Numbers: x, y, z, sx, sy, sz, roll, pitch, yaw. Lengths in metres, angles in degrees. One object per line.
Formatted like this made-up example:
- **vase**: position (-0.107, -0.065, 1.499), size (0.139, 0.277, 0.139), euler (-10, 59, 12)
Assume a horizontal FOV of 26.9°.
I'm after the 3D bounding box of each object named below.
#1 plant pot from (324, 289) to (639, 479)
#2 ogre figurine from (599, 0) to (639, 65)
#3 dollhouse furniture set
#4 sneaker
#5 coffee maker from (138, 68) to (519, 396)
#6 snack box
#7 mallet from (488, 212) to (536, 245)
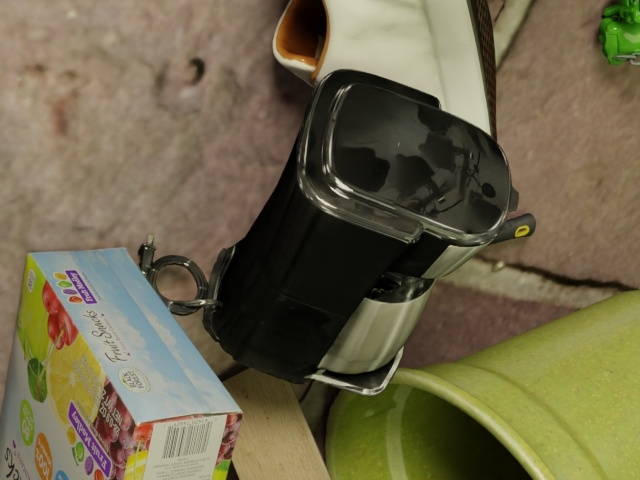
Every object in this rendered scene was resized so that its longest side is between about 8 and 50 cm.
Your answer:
- **plant pot**: position (0.187, 0.168, 0.991), size (0.254, 0.276, 0.276), euler (-26, 133, -32)
- **ogre figurine**: position (0.262, -0.208, 0.881), size (0.118, 0.097, 0.197), euler (0, 106, -14)
- **dollhouse furniture set**: position (-0.049, 0.180, 0.965), size (0.144, 0.123, 0.151), euler (-27, 160, 8)
- **sneaker**: position (0.043, -0.108, 0.813), size (0.123, 0.106, 0.290), euler (-6, 143, 13)
- **coffee maker**: position (0.000, 0.000, 0.764), size (0.171, 0.120, 0.178), euler (-2, 147, -21)
- **snack box**: position (-0.130, 0.136, 0.785), size (0.070, 0.174, 0.207), euler (-3, 121, -31)
- **mallet**: position (0.076, 0.013, 0.943), size (0.189, 0.039, 0.062), euler (-5, 121, -37)
